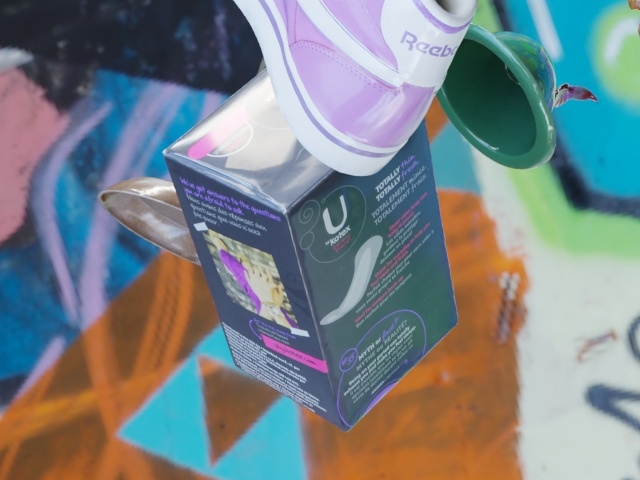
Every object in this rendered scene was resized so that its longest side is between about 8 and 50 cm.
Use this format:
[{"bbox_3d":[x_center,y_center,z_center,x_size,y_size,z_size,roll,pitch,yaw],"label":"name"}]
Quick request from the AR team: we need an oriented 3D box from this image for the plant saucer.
[{"bbox_3d":[-0.142,-0.019,1.654,0.198,0.199,0.036,39,-112,-47],"label":"plant saucer"}]

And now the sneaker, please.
[{"bbox_3d":[0.013,-0.193,0.921,0.102,0.161,0.282,-3,-130,-36],"label":"sneaker"}]

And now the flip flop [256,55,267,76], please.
[{"bbox_3d":[-0.030,-0.142,1.607,0.112,0.277,0.080,-15,-114,-52],"label":"flip flop"}]

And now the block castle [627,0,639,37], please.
[{"bbox_3d":[0.323,-0.192,1.228,0.303,0.213,0.453,87,168,-77],"label":"block castle"}]

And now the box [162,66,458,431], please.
[{"bbox_3d":[0.000,0.000,1.291,0.165,0.143,0.270,-42,-39,-27],"label":"box"}]

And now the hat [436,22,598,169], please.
[{"bbox_3d":[0.228,-0.187,1.570,0.183,0.208,0.173,-36,-83,-21],"label":"hat"}]
